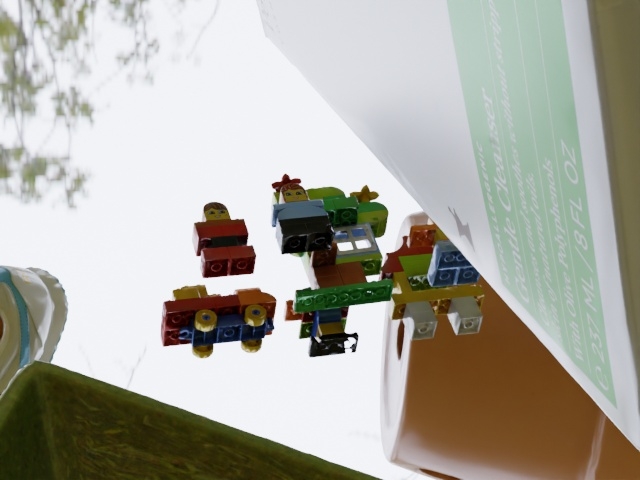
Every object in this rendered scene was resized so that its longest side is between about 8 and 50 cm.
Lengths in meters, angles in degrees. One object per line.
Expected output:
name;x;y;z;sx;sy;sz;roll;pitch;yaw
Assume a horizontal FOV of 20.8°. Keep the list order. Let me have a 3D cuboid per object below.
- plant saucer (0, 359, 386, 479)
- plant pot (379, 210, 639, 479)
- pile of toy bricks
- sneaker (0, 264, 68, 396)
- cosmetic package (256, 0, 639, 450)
plant saucer;-0.031;0.135;0.486;0.188;0.045;0.188;19;-143;3
plant pot;0.159;0.085;1.379;0.204;0.291;0.290;5;-106;-5
pile of toy bricks;0.000;0.000;1.097;0.212;0.118;0.105;-5;-135;-16
sneaker;-0.263;0.130;1.322;0.087;0.092;0.228;10;-89;30
cosmetic package;0.087;-0.114;0.665;0.155;0.365;0.197;-23;-56;-12
